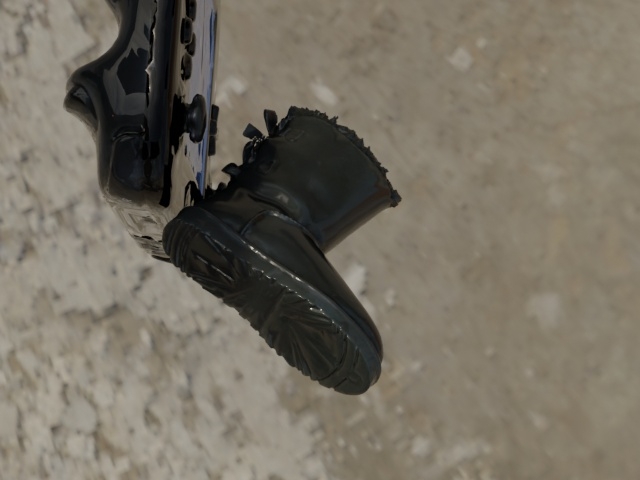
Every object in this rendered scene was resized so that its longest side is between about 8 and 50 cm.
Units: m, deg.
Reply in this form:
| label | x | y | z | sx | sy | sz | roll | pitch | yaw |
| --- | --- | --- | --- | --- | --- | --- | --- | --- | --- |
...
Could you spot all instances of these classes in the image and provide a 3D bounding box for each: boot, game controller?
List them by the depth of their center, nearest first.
| label | x | y | z | sx | sy | sz | roll | pitch | yaw |
| --- | --- | --- | --- | --- | --- | --- | --- | --- | --- |
| boot | 0.000 | 0.001 | 0.860 | 0.121 | 0.099 | 0.045 | 37 | 140 | 12 |
| game controller | -0.071 | -0.083 | 0.959 | 0.067 | 0.319 | 0.166 | 13 | 84 | 0 |
